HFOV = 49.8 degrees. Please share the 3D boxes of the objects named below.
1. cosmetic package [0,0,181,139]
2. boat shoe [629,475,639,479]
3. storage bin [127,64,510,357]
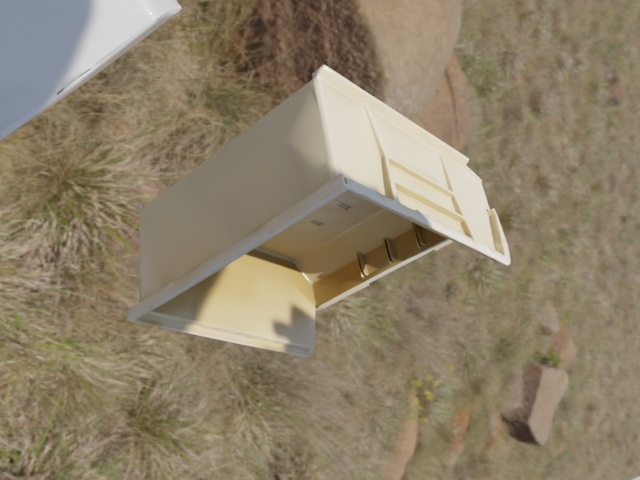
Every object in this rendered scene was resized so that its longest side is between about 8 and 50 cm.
[{"bbox_3d":[-0.317,-0.301,0.607,0.365,0.197,0.155,55,11,-21],"label":"cosmetic package"},{"bbox_3d":[0.299,0.302,0.663,0.324,0.097,0.116,9,97,-34],"label":"boat shoe"},{"bbox_3d":[0.000,0.000,0.663,0.260,0.262,0.123,21,48,-44],"label":"storage bin"}]
